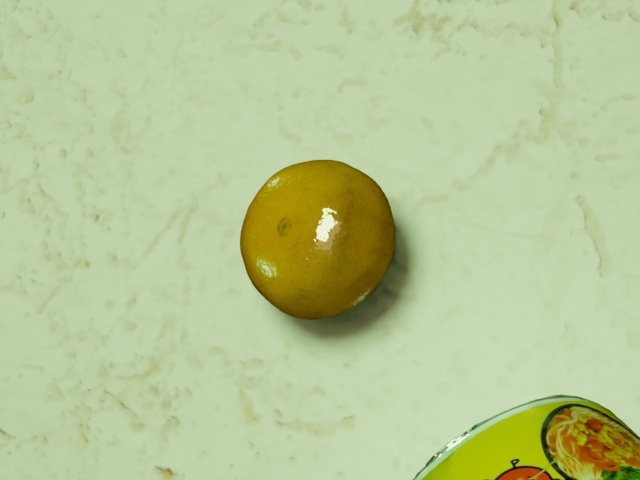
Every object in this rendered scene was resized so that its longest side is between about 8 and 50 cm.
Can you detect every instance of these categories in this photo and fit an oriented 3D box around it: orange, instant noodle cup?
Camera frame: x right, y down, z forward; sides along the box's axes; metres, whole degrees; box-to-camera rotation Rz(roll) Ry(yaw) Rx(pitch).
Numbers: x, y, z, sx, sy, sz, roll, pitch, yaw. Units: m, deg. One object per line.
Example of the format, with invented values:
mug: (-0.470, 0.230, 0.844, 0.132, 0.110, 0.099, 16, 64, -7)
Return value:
orange: (0.000, 0.000, 1.821, 0.156, 0.124, 0.156, -12, 68, 33)
instant noodle cup: (0.208, 0.299, 1.529, 0.325, 0.325, 0.254, -39, 52, 1)
